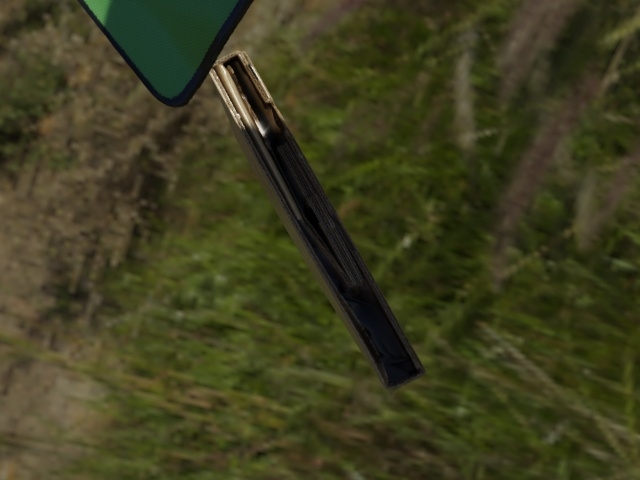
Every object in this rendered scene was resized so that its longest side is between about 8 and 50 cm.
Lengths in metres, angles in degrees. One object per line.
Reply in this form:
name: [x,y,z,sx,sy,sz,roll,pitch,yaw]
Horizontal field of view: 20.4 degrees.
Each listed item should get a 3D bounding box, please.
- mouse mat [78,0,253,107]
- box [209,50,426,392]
mouse mat: [-0.064,-0.141,0.574,0.152,0.007,0.190,52,148,6]
box: [0.000,0.000,0.860,0.021,0.201,0.164,-29,85,-2]
